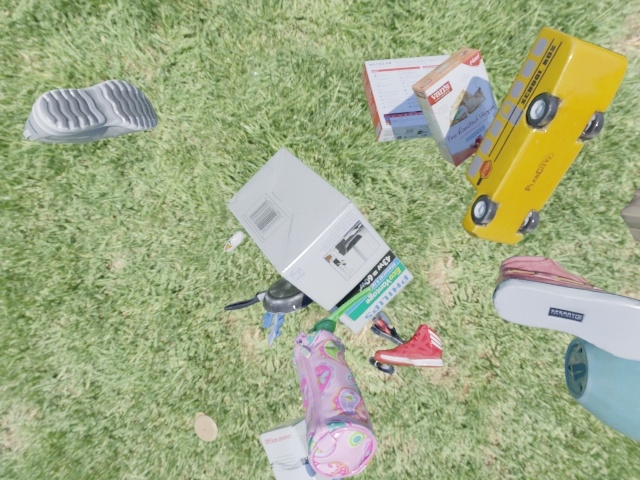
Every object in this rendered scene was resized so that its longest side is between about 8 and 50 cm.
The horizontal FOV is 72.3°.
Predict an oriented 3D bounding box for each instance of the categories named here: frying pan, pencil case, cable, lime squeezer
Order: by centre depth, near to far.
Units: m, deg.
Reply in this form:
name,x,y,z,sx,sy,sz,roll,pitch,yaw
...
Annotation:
name,x,y,z,sx,sy,sz,roll,pitch,yaw
pencil case,0.013,0.285,0.814,0.124,0.284,0.124,-4,115,-9
lime squeezer,0.010,0.227,0.991,0.058,0.110,0.311,27,88,-28
frying pan,-0.145,0.161,1.409,0.325,0.197,0.053,0,119,33
cable,0.317,0.396,1.827,0.287,0.139,0.072,38,113,13

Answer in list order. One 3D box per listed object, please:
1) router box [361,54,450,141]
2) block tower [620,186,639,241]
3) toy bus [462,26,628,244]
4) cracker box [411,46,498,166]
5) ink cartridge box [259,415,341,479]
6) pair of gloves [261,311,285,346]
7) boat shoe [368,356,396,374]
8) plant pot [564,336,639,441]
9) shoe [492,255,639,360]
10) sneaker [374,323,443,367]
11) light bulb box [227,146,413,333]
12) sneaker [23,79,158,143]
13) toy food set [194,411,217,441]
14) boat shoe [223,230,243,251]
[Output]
name,x,y,z,sx,sy,sz,roll,pitch,yaw
router box,0.343,-0.518,1.586,0.334,0.082,0.302,-7,69,-8
block tower,0.546,-0.126,0.579,0.335,0.097,0.091,-49,114,-6
toy bus,0.346,-0.159,0.730,0.108,0.130,0.333,9,123,-17
cracker box,0.337,-0.318,1.060,0.155,0.067,0.232,-38,126,1
ink cartridge box,-0.073,0.851,1.678,0.223,0.129,0.308,-34,76,39
pair of gloves,-0.175,0.288,1.602,0.023,0.198,0.159,11,121,-24
boat shoe,0.234,0.484,1.698,0.125,0.038,0.046,23,87,41
plant pot,0.669,0.296,0.969,0.195,0.290,0.291,5,93,10
shoe,0.277,0.062,0.461,0.177,0.081,0.064,13,122,19
sneaker,0.271,0.322,1.353,0.221,0.087,0.128,9,70,-14
light bulb box,0.000,0.000,1.158,0.225,0.358,0.361,-45,133,0
sneaker,-0.452,-0.251,0.873,0.115,0.281,0.105,-18,97,29
toy food set,-0.336,0.549,1.282,0.083,0.020,0.083,16,102,18
boat shoe,-0.302,0.005,1.510,0.100,0.035,0.035,-44,73,32
